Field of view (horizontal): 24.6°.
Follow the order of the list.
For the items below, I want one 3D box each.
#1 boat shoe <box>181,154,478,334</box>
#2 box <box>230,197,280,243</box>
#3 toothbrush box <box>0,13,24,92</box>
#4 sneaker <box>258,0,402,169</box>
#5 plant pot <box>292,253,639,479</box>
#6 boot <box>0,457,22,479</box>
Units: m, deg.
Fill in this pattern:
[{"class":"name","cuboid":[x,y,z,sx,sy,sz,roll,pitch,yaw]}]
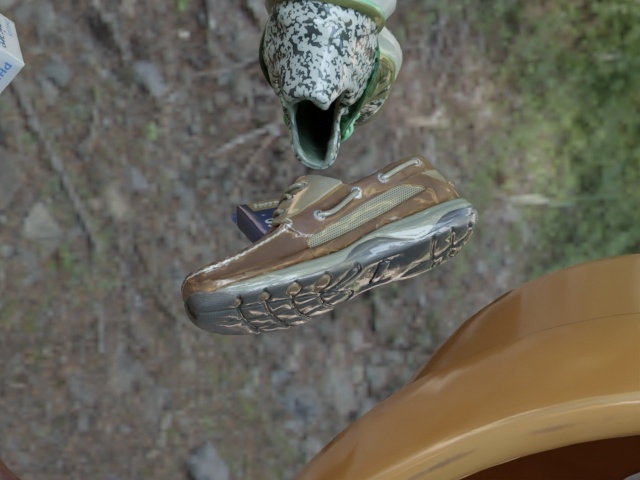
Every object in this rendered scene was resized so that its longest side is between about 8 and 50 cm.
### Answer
[{"class":"boat shoe","cuboid":[0.000,0.000,1.455,0.324,0.123,0.116,-18,68,-29]},{"class":"box","cuboid":[-0.011,-0.012,1.730,0.136,0.225,0.036,-11,116,-20]},{"class":"toothbrush box","cuboid":[-0.550,-0.242,1.806,0.295,0.216,0.126,34,18,-35]},{"class":"sneaker","cuboid":[-0.007,-0.156,1.503,0.410,0.158,0.182,68,33,-77]},{"class":"plant pot","cuboid":[0.111,0.130,0.460,0.203,0.291,0.291,-70,147,-66]},{"class":"boot","cuboid":[-0.315,0.265,1.585,0.096,0.280,0.264,32,65,-60]}]
